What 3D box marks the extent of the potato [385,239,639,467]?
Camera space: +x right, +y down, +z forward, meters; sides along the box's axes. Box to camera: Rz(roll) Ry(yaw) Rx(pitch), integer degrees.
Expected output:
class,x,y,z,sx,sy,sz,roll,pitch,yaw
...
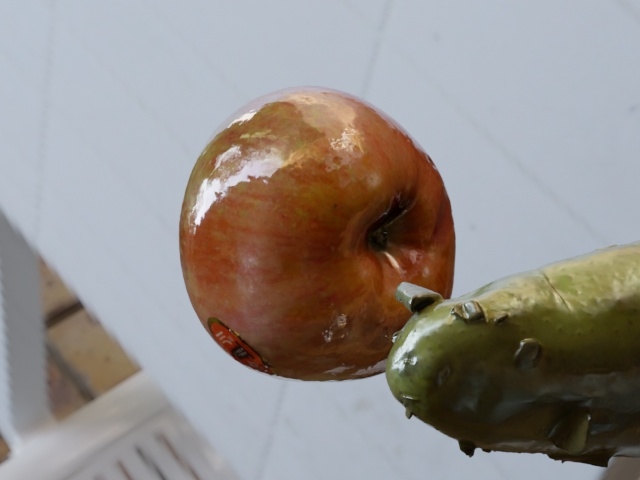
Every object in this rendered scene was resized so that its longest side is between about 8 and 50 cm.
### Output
class,x,y,z,sx,sy,sz,roll,pitch,yaw
potato,0.138,0.057,0.895,0.090,0.225,0.117,-130,42,-60

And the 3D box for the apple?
class,x,y,z,sx,sy,sz,roll,pitch,yaw
apple,0.000,0.000,1.257,0.164,0.209,0.209,4,122,40
